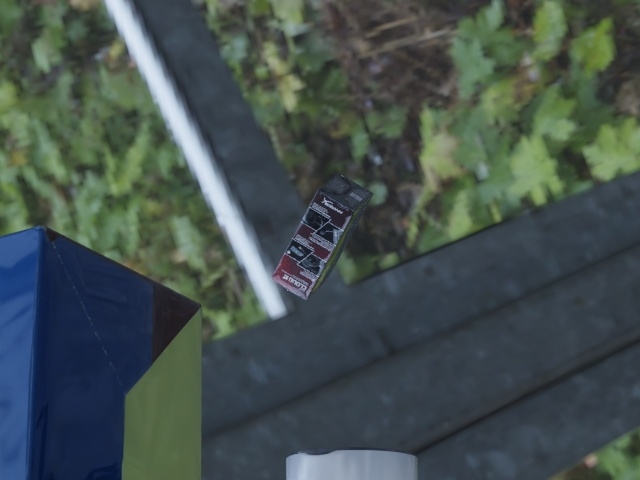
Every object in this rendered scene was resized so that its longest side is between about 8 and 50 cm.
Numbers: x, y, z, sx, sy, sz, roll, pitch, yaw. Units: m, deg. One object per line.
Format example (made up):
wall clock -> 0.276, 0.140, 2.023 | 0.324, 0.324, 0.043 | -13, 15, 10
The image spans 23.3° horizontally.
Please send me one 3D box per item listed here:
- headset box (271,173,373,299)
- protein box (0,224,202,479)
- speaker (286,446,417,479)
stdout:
headset box -> 0.000, 0.000, 1.100 | 0.032, 0.062, 0.083 | 32, 110, 6
protein box -> -0.178, 0.124, 0.770 | 0.201, 0.136, 0.200 | -14, 64, 28
speaker -> 0.012, 0.153, 0.618 | 0.055, 0.055, 0.136 | -22, 64, 53
